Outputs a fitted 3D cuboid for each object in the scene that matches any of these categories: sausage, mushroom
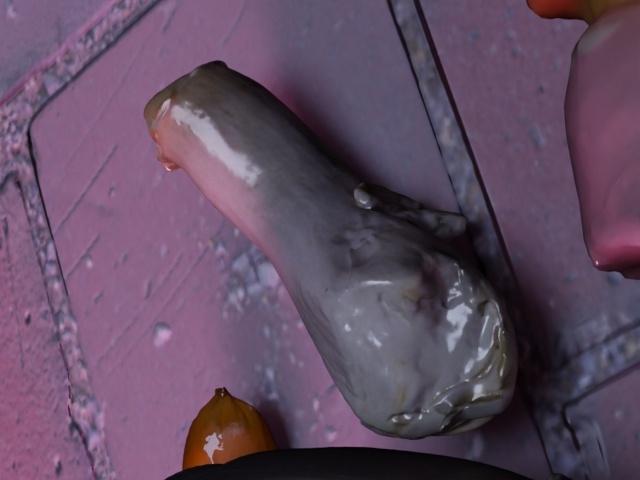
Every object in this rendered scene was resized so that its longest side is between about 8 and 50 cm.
[{"bbox_3d":[-0.039,0.170,0.985,0.062,0.054,0.183,-17,71,11],"label":"sausage"},{"bbox_3d":[0.002,0.001,0.921,0.278,0.096,0.099,48,120,41],"label":"mushroom"}]

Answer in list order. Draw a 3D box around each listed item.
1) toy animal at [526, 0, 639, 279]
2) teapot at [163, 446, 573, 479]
[{"bbox_3d":[0.161,-0.086,0.716,0.169,0.195,0.281,-18,77,4],"label":"toy animal"},{"bbox_3d":[0.054,0.236,0.764,0.239,0.239,0.321,-15,72,31],"label":"teapot"}]
